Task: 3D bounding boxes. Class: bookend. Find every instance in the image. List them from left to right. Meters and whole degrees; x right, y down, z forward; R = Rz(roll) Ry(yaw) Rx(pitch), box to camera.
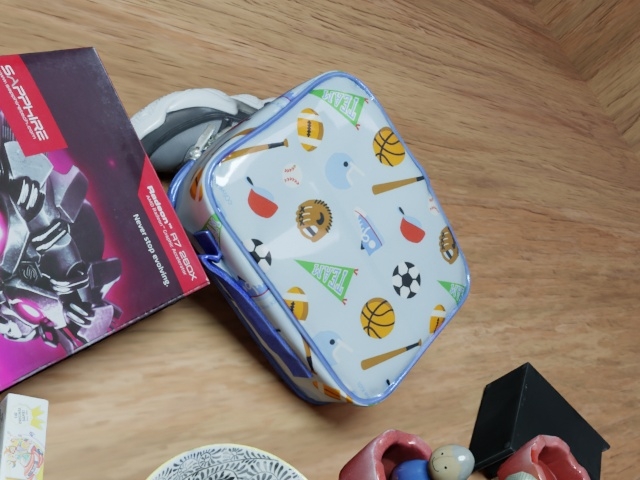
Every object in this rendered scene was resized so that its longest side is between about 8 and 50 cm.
[{"bbox_3d":[0.262,0.257,0.927,0.157,0.072,0.156,45,35,-7],"label":"bookend"}]

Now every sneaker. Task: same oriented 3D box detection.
[{"bbox_3d":[-0.087,-0.075,0.837,0.269,0.101,0.153,-12,67,-52],"label":"sneaker"}]

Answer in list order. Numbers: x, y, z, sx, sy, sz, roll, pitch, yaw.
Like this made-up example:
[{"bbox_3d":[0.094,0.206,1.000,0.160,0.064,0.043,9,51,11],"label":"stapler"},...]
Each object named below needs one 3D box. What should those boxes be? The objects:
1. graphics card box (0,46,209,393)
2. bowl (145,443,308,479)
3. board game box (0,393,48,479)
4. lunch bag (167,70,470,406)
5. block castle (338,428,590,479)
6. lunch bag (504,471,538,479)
[{"bbox_3d":[-0.261,-0.002,0.541,0.371,0.094,0.232,-27,93,-55],"label":"graphics card box"},{"bbox_3d":[-0.072,0.238,0.552,0.170,0.080,0.170,17,49,-20],"label":"bowl"},{"bbox_3d":[-0.198,0.183,0.457,0.026,0.103,0.154,22,42,-34],"label":"board game box"},{"bbox_3d":[0.000,0.000,0.763,0.243,0.115,0.303,-43,107,-29],"label":"lunch bag"},{"bbox_3d":[0.170,0.375,0.583,0.303,0.213,0.453,14,47,-41],"label":"block castle"},{"bbox_3d":[0.126,0.299,0.364,0.287,0.169,0.235,41,46,-12],"label":"lunch bag"}]
